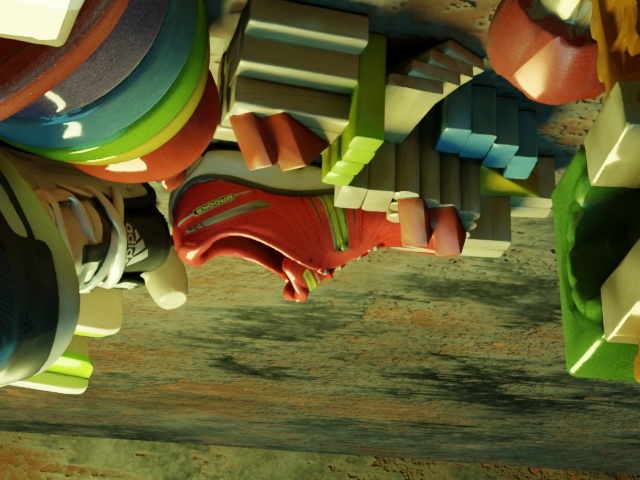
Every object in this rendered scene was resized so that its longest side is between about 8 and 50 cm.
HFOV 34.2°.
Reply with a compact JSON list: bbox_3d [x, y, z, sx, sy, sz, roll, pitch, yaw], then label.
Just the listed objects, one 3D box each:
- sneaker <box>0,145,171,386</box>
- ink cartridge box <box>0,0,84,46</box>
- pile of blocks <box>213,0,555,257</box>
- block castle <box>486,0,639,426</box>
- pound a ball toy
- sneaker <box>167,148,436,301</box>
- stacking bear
[{"bbox_3d":[-0.202,-0.015,0.777,0.258,0.169,0.447,2,-168,-33],"label":"sneaker"},{"bbox_3d":[-0.085,-0.200,0.318,0.088,0.193,0.235,11,158,-23],"label":"ink cartridge box"},{"bbox_3d":[0.076,-0.059,0.789,0.362,0.112,0.149,18,154,-37],"label":"pile of blocks"},{"bbox_3d":[0.256,0.028,0.537,0.303,0.453,0.213,3,152,-4],"label":"block castle"},{"bbox_3d":[-0.328,0.041,1.127,0.319,0.135,0.208,13,132,-26],"label":"pound a ball toy"},{"bbox_3d":[0.000,0.000,0.945,0.279,0.118,0.107,6,160,-10],"label":"sneaker"},{"bbox_3d":[-0.141,-0.112,0.624,0.164,0.175,0.289,-17,166,5],"label":"stacking bear"}]
